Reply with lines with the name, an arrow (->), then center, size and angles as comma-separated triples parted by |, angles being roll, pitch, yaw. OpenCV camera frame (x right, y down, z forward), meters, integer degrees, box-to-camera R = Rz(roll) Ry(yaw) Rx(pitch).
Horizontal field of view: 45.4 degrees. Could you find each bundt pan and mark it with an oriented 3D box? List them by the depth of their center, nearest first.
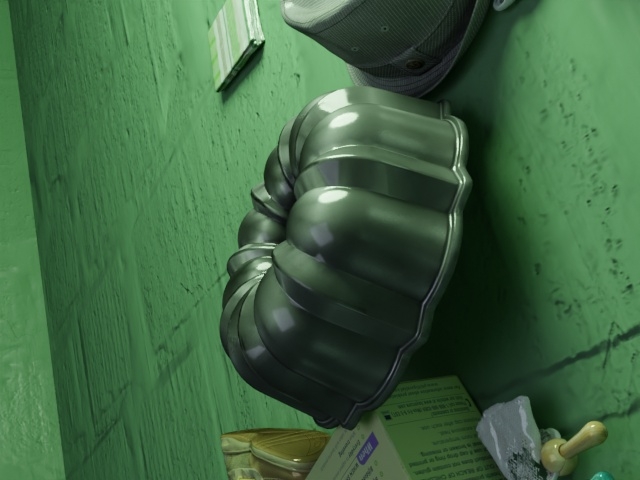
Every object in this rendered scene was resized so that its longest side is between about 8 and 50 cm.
bundt pan -> 0.000, 0.000, 0.719 | 0.331, 0.124, 0.331 | -57, 21, 36

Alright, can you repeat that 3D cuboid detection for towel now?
towel -> -0.127, -0.302, 1.132 | 0.152, 0.023, 0.113 | -34, 60, 56

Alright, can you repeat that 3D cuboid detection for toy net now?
toy net -> 0.210, 0.189, 0.575 | 0.232, 0.045, 0.122 | 12, 103, 59

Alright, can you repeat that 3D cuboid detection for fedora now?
fedora -> 0.044, -0.259, 0.750 | 0.275, 0.124, 0.244 | -4, 87, 58

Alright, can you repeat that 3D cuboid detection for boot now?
boot -> -0.050, 0.341, 0.947 | 0.262, 0.095, 0.204 | -19, 74, 59

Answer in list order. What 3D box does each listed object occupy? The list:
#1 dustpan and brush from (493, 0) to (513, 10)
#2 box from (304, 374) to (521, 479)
dustpan and brush -> 0.189, -0.266, 0.592 | 0.211, 0.060, 0.147 | -48, 50, 40
box -> 0.093, 0.286, 0.694 | 0.243, 0.117, 0.214 | 61, 138, 39
